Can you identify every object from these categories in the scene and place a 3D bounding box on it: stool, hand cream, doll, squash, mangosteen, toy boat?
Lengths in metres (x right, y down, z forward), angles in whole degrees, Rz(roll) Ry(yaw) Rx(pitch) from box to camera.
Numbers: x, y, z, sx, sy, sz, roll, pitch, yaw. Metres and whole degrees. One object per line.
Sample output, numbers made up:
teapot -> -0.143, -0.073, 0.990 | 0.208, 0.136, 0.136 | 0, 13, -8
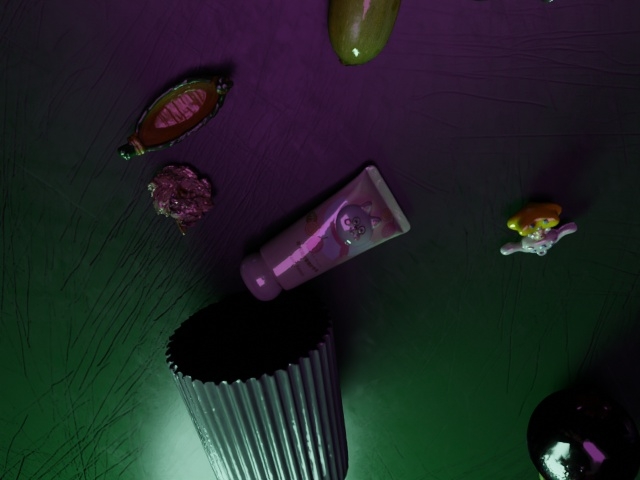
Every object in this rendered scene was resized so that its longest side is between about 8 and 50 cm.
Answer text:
stool -> -0.094, 0.300, 1.629 | 0.297, 0.297, 0.330 | -11, 117, 4
hand cream -> 0.000, 0.000, 1.611 | 0.305, 0.093, 0.147 | -32, 112, 3
doll -> 0.383, -0.015, 1.621 | 0.135, 0.071, 0.113 | -37, 127, 21
squash -> 0.066, -0.366, 1.428 | 0.123, 0.123, 0.187 | 10, 112, -5
mangosteen -> 0.499, 0.397, 1.717 | 0.242, 0.243, 0.243 | 0, 113, -1
toy boat -> -0.240, -0.211, 1.505 | 0.229, 0.088, 0.089 | -33, 111, 12

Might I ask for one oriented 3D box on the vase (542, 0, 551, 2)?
vase -> 0.297, -0.425, 1.415 | 0.182, 0.120, 0.120 | 11, 114, -21

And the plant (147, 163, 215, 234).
plant -> -0.248, -0.068, 1.588 | 0.116, 0.104, 0.122 | 47, 146, 18
